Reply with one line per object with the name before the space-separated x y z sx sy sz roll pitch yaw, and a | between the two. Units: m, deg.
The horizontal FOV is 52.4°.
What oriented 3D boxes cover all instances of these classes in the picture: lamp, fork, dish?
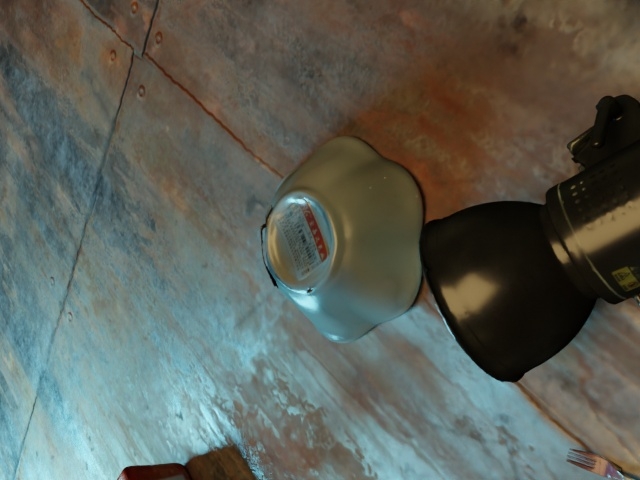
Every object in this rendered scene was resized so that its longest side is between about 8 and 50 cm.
lamp | 0.205 -0.012 0.476 0.227 0.147 0.172 -34 45 30
fork | 0.249 0.192 0.507 0.115 0.012 0.016 16 102 43
dish | 0.000 0.000 0.692 0.229 0.081 0.229 1 92 43

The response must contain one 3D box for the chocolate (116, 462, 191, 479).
chocolate | -0.231 0.465 0.912 0.237 0.108 0.234 51 123 28
